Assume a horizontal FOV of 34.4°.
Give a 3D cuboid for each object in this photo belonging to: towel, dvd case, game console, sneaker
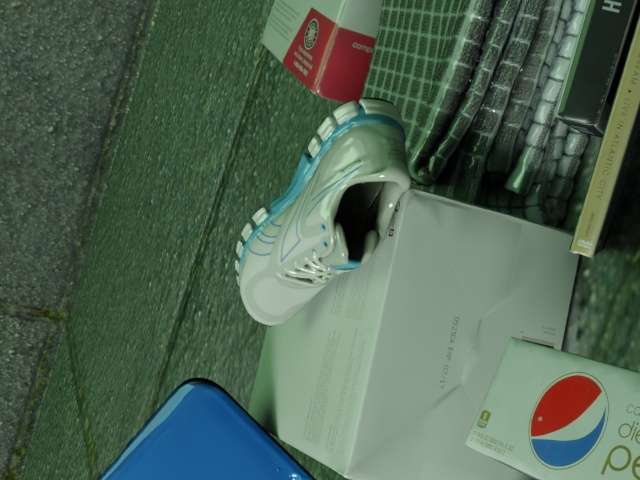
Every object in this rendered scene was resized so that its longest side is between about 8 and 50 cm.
[{"bbox_3d":[0.123,-0.169,0.816,0.235,0.121,0.284,-140,66,-67],"label":"towel"},{"bbox_3d":[0.192,-0.099,0.615,0.164,0.018,0.221,-4,-71,-72],"label":"dvd case"},{"bbox_3d":[0.195,-0.182,0.627,0.179,0.029,0.239,-11,-64,-72],"label":"dvd case"},{"bbox_3d":[-0.055,0.282,0.847,0.173,0.293,0.250,-44,-9,-15],"label":"game console"},{"bbox_3d":[0.000,0.000,0.687,0.191,0.071,0.083,-59,32,34],"label":"sneaker"}]

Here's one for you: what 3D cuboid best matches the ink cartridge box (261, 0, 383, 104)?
[{"bbox_3d":[0.067,-0.296,1.017,0.306,0.131,0.226,-67,23,17],"label":"ink cartridge box"}]

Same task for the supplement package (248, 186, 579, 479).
[{"bbox_3d":[0.063,0.073,0.777,0.203,0.149,0.194,2,78,68],"label":"supplement package"}]

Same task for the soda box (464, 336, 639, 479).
[{"bbox_3d":[0.175,0.112,0.536,0.216,0.069,0.074,12,75,60],"label":"soda box"}]
